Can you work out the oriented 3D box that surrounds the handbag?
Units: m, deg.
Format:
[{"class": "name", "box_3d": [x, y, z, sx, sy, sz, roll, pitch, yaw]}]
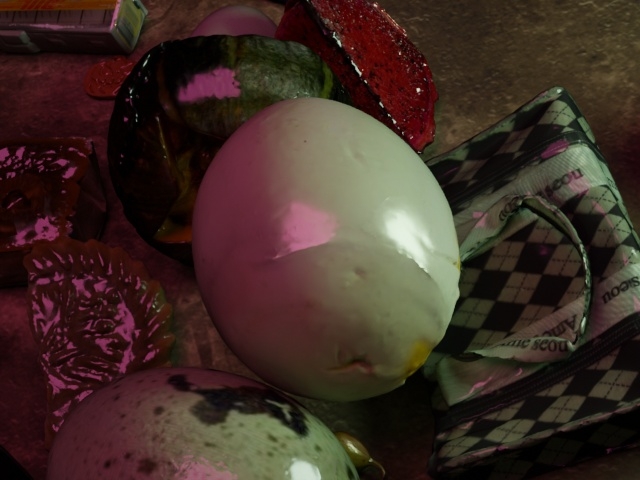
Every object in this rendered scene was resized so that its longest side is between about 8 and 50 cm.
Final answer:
[{"class": "handbag", "box_3d": [0.219, 0.067, 1.831, 0.317, 0.180, 0.416, -25, 56, 11]}]

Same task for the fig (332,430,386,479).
[{"class": "fig", "box_3d": [0.038, 0.249, 1.832, 0.083, 0.050, 0.050, 26, 66, 12]}]

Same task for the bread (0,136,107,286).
[{"class": "bread", "box_3d": [-0.395, -0.040, 2.139, 0.210, 0.110, 0.192, -3, 56, 17]}]

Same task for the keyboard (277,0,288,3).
[{"class": "keyboard", "box_3d": [-0.075, -0.393, 2.339, 0.262, 0.016, 0.106, 20, 64, 29]}]

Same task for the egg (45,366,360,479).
[{"class": "egg", "box_3d": [-0.126, 0.280, 1.713, 0.379, 0.287, 0.287, 12, 60, 39]}]

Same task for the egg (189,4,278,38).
[{"class": "egg", "box_3d": [-0.112, -0.226, 2.151, 0.151, 0.151, 0.209, -8, 46, 13]}]

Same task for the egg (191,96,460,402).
[{"class": "egg", "box_3d": [0.000, 0.000, 1.737, 0.283, 0.283, 0.345, -21, 50, 4]}]

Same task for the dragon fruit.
[{"class": "dragon fruit", "box_3d": [0.033, -0.211, 2.076, 0.189, 0.261, 0.163, -34, 7, 9]}]

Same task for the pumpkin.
[{"class": "pumpkin", "box_3d": [-0.104, -0.107, 1.972, 0.320, 0.320, 0.192, -17, 32, 7]}]

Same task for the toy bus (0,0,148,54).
[{"class": "toy bus", "box_3d": [-0.389, -0.328, 2.358, 0.268, 0.092, 0.106, 5, 68, 21]}]

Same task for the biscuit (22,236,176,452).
[{"class": "biscuit", "box_3d": [-0.268, 0.115, 1.982, 0.187, 0.036, 0.273, -14, 72, 6]}]

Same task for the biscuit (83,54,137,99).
[{"class": "biscuit", "box_3d": [-0.293, -0.234, 2.301, 0.091, 0.015, 0.078, -3, 56, 17]}]

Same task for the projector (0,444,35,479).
[{"class": "projector", "box_3d": [-0.545, 0.406, 1.790, 0.405, 0.242, 0.395, 1, 55, 18]}]
